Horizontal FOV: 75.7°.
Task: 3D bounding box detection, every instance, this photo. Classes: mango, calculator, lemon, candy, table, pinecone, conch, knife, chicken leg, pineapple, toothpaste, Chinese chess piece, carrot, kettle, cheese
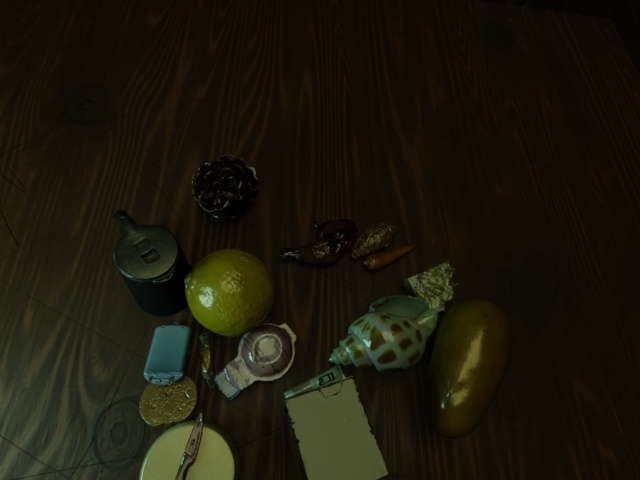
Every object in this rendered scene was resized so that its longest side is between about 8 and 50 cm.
[{"bbox_3d":[0.451,0.390,1.277,0.231,0.300,0.446,15,60,23],"label":"mango"},{"bbox_3d":[-0.470,0.345,1.280,0.120,0.039,0.211,3,46,-7],"label":"calculator"},{"bbox_3d":[-0.279,0.161,1.296,0.292,0.293,0.294,4,63,-7],"label":"lemon"},{"bbox_3d":[-0.360,0.377,1.300,0.046,0.053,0.182,-9,63,-5],"label":"candy"},{"bbox_3d":[0.020,0.543,1.131,0.196,0.282,0.251,-15,67,-15],"label":"table"},{"bbox_3d":[-0.350,-0.194,1.481,0.243,0.309,0.245,0,95,4],"label":"pinecone"},{"bbox_3d":[0.209,0.307,1.336,0.367,0.197,0.250,3,35,-21],"label":"conch"},{"bbox_3d":[-0.353,0.589,1.093,0.035,0.018,0.248,13,62,1],"label":"knife"},{"bbox_3d":[0.007,0.009,1.534,0.177,0.083,0.322,38,62,21],"label":"chicken leg"},{"bbox_3d":[0.393,0.175,1.483,0.186,0.115,0.237,25,65,4],"label":"pineapple"},{"bbox_3d":[-0.017,0.461,1.317,0.205,0.036,0.056,-17,68,-21],"label":"toothpaste"},{"bbox_3d":[-0.356,0.640,1.135,0.272,0.102,0.274,3,64,-7],"label":"Chinese chess piece"},{"bbox_3d":[0.267,0.059,1.562,0.256,0.061,0.061,-17,66,-27],"label":"carrot"},{"bbox_3d":[-0.513,0.067,1.289,0.202,0.308,0.263,-7,65,-13],"label":"kettle"},{"bbox_3d":[-0.201,0.377,1.309,0.286,0.074,0.189,-40,74,-20],"label":"cheese"}]

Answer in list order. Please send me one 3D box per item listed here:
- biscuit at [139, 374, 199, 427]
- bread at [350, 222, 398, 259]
[{"bbox_3d":[-0.451,0.473,1.238,0.170,0.050,0.171,4,55,-5],"label":"biscuit"},{"bbox_3d":[0.205,-0.010,1.554,0.232,0.076,0.104,-34,37,-19],"label":"bread"}]
